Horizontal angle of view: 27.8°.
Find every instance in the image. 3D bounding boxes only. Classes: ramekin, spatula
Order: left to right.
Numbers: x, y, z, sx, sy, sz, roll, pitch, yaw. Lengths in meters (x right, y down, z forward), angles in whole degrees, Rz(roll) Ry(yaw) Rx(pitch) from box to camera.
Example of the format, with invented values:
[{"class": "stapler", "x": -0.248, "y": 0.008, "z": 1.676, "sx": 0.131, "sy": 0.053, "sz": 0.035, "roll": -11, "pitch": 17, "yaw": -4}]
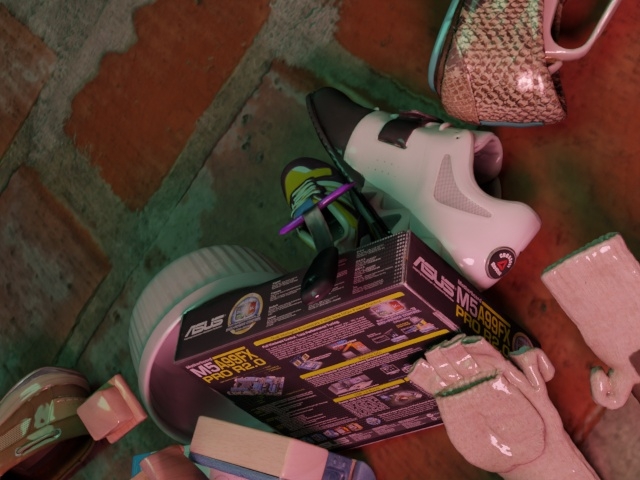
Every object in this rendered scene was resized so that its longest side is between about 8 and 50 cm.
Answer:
[{"class": "ramekin", "x": -0.099, "y": 0.102, "z": 1.336, "sx": 0.207, "sy": 0.207, "sz": 0.109, "roll": -53, "pitch": 39, "yaw": 12}, {"class": "spatula", "x": 0.000, "y": 0.000, "z": 1.120, "sx": 0.084, "sy": 0.030, "sz": 0.296, "roll": -36, "pitch": 15, "yaw": 10}]

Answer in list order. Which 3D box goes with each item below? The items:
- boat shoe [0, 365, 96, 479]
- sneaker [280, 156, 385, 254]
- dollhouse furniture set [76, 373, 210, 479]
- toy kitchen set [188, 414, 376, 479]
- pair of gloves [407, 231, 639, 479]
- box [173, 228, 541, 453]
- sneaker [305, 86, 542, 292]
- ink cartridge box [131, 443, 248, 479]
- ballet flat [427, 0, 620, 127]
[{"class": "boat shoe", "x": -0.387, "y": 0.295, "z": 1.567, "sx": 0.324, "sy": 0.123, "sz": 0.116, "roll": -49, "pitch": 51, "yaw": 18}, {"class": "sneaker", "x": -0.001, "y": -0.038, "z": 1.379, "sx": 0.069, "sy": 0.084, "sz": 0.185, "roll": -53, "pitch": 48, "yaw": 13}, {"class": "dollhouse furniture set", "x": -0.164, "y": 0.339, "z": 1.220, "sx": 0.303, "sy": 0.174, "sz": 0.355, "roll": -37, "pitch": 80, "yaw": 25}, {"class": "toy kitchen set", "x": -0.024, "y": 0.271, "z": 1.192, "sx": 0.122, "sy": 0.207, "sz": 0.166, "roll": 5, "pitch": 76, "yaw": 43}, {"class": "pair of gloves", "x": 0.215, "y": 0.118, "z": 1.078, "sx": 0.240, "sy": 0.204, "sz": 0.042, "roll": -40, "pitch": 13, "yaw": 27}, {"class": "box", "x": 0.035, "y": 0.106, "z": 1.198, "sx": 0.270, "sy": 0.216, "sz": 0.060, "roll": -22, "pitch": 44, "yaw": 34}, {"class": "sneaker", "x": 0.104, "y": -0.071, "z": 1.295, "sx": 0.146, "sy": 0.122, "sz": 0.330, "roll": -38, "pitch": 49, "yaw": 1}, {"class": "ink cartridge box", "x": -0.103, "y": 0.247, "z": 1.324, "sx": 0.181, "sy": 0.104, "sz": 0.061, "roll": -20, "pitch": 60, "yaw": 47}, {"class": "ballet flat", "x": 0.246, "y": -0.337, "z": 1.255, "sx": 0.182, "sy": 0.164, "sz": 0.482, "roll": 13, "pitch": 88, "yaw": 21}]
